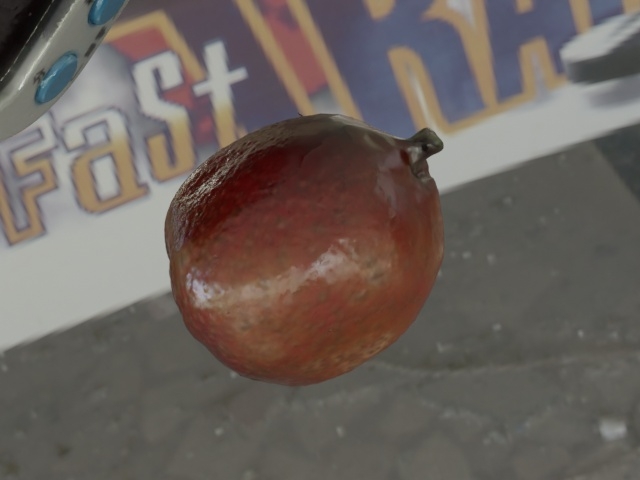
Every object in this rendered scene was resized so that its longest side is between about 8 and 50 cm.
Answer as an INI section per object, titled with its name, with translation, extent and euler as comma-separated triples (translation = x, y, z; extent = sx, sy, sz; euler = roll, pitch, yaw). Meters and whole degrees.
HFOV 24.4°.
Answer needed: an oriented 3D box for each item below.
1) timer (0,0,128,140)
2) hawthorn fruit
[timer]
translation = -0.179, -0.182, 0.893
extent = 0.262, 0.087, 0.237
euler = -56, -11, 8
[hawthorn fruit]
translation = 0.000, 0.000, 0.904
extent = 0.188, 0.169, 0.169
euler = -30, 29, 16
